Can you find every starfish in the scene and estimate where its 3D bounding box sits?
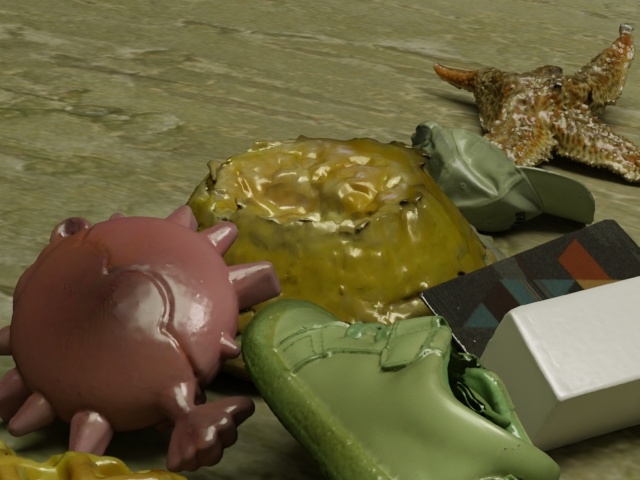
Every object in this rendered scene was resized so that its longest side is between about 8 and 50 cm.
[{"bbox_3d":[0.241,-0.140,1.614,0.302,0.084,0.293,-2,26,5],"label":"starfish"}]

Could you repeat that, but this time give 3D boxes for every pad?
[{"bbox_3d":[0.188,0.059,1.199,0.211,0.003,0.143,-20,60,-37],"label":"pad"}]

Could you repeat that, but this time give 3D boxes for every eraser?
[{"bbox_3d":[0.261,0.067,1.146,0.298,0.076,0.078,-12,57,-24],"label":"eraser"}]

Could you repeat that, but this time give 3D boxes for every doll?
[{"bbox_3d":[-0.130,0.062,1.121,0.211,0.093,0.262,-37,48,-13],"label":"doll"}]

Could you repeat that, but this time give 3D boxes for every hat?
[{"bbox_3d":[0.156,-0.044,1.434,0.166,0.081,0.122,18,1,-5],"label":"hat"}]

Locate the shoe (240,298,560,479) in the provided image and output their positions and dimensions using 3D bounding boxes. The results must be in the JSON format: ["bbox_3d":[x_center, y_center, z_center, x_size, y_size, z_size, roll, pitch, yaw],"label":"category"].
[{"bbox_3d":[0.055,0.118,1.004,0.128,0.140,0.262,-33,36,-1],"label":"shoe"}]

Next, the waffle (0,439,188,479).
[{"bbox_3d":[-0.180,0.199,0.907,0.307,0.060,0.312,16,29,34],"label":"waffle"}]

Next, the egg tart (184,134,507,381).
[{"bbox_3d":[0.000,0.000,1.267,0.315,0.120,0.315,0,26,0],"label":"egg tart"}]
